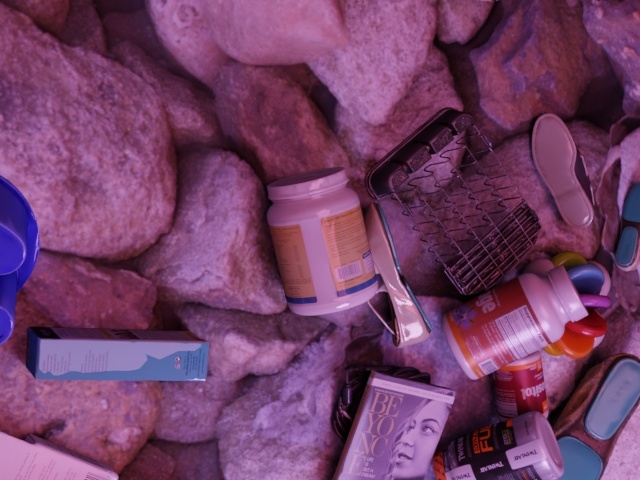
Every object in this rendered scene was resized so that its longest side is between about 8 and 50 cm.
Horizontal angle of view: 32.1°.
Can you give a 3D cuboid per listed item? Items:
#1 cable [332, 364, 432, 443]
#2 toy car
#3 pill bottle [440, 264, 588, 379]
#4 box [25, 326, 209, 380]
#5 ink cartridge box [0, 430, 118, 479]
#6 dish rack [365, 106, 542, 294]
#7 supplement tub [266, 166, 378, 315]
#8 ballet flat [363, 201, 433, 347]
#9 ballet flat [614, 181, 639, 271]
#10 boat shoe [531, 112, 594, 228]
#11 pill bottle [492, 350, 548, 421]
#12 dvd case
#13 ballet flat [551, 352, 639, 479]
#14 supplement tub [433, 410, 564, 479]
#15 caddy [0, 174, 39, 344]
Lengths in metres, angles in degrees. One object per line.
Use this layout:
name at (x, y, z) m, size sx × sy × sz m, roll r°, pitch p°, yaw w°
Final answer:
cable at (0.112, 0.276, 1.805) m, size 0.185 × 0.047 × 0.150 m, roll 4°, pitch 93°, yaw -24°
toy car at (0.428, 0.111, 1.876) m, size 0.159 × 0.136 × 0.182 m, roll 5°, pitch 92°, yaw -23°
pill bottle at (0.313, 0.127, 1.794) m, size 0.216 × 0.121 × 0.121 m, roll -28°, pitch 107°, yaw 11°
box at (-0.291, 0.163, 1.597) m, size 0.244 × 0.100 × 0.060 m, roll 3°, pitch 94°, yaw -23°
ink cartridge box at (-0.466, 0.413, 1.562) m, size 0.261 × 0.066 × 0.296 m, roll 28°, pitch 83°, yaw -24°
dish rack at (0.227, -0.057, 1.805) m, size 0.208 × 0.074 × 0.271 m, roll -40°, pitch 104°, yaw -14°
supplement tub at (0.000, 0.000, 1.681) m, size 0.144 × 0.144 × 0.199 m, roll -16°, pitch 101°, yaw -21°
ballet flat at (0.102, 0.062, 1.771) m, size 0.086 × 0.086 × 0.248 m, roll -29°, pitch 106°, yaw -18°
ballet flat at (0.562, -0.026, 1.976) m, size 0.052 × 0.057 × 0.168 m, roll 17°, pitch 91°, yaw -51°
boat shoe at (0.418, -0.123, 1.906) m, size 0.065 × 0.075 × 0.206 m, roll -36°, pitch 106°, yaw -62°
pill bottle at (0.338, 0.261, 1.879) m, size 0.086 × 0.086 × 0.152 m, roll -13°, pitch 100°, yaw -21°
dvd case at (0.115, 0.328, 1.789) m, size 0.165 × 0.018 × 0.221 m, roll 17°, pitch 95°, yaw -29°
ballet flat at (0.443, 0.344, 1.914) m, size 0.123 × 0.123 × 0.348 m, roll 43°, pitch 75°, yaw -20°
supplement tub at (0.288, 0.359, 1.811) m, size 0.190 × 0.117 × 0.117 m, roll -24°, pitch 106°, yaw 18°
caddy at (-0.536, 0.016, 1.444) m, size 0.341 × 0.179 × 0.241 m, roll 6°, pitch 116°, yaw -23°
